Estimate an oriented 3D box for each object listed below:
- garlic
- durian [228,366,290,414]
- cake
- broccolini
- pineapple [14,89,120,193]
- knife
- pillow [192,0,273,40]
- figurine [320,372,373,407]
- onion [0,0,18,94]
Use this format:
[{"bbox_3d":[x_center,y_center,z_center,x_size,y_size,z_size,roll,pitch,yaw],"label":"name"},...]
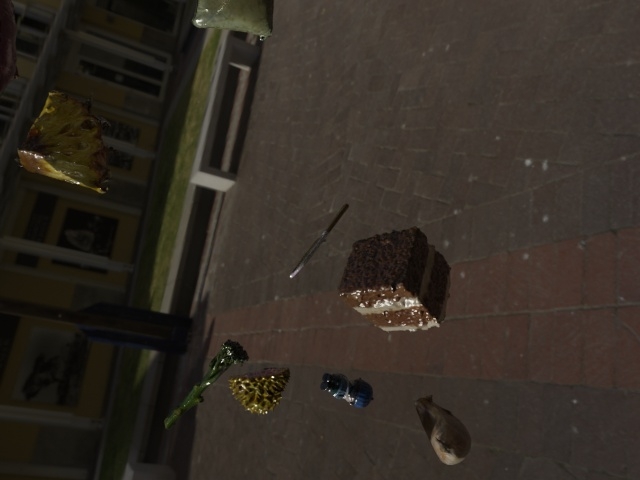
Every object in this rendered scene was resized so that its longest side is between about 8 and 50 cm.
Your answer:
[{"bbox_3d":[0.267,0.426,1.249,0.090,0.128,0.198,-40,8,9],"label":"garlic"},{"bbox_3d":[-0.185,0.421,1.668,0.165,0.182,0.132,85,-156,-44],"label":"durian"},{"bbox_3d":[0.128,0.072,0.938,0.135,0.147,0.134,-9,44,38],"label":"cake"},{"bbox_3d":[-0.235,0.284,1.139,0.216,0.067,0.058,-46,48,4],"label":"broccolini"},{"bbox_3d":[-0.317,-0.119,0.706,0.137,0.116,0.069,60,160,16],"label":"pineapple"},{"bbox_3d":[0.001,0.001,1.465,0.256,0.022,0.046,-53,14,-26],"label":"knife"},{"bbox_3d":[-0.185,-0.614,1.276,0.075,0.185,0.302,-112,28,-71],"label":"pillow"},{"bbox_3d":[0.073,0.371,1.438,0.079,0.136,0.077,-11,57,49],"label":"figurine"},{"bbox_3d":[-0.780,-0.397,1.207,0.420,0.398,0.398,18,-94,-74],"label":"onion"}]
